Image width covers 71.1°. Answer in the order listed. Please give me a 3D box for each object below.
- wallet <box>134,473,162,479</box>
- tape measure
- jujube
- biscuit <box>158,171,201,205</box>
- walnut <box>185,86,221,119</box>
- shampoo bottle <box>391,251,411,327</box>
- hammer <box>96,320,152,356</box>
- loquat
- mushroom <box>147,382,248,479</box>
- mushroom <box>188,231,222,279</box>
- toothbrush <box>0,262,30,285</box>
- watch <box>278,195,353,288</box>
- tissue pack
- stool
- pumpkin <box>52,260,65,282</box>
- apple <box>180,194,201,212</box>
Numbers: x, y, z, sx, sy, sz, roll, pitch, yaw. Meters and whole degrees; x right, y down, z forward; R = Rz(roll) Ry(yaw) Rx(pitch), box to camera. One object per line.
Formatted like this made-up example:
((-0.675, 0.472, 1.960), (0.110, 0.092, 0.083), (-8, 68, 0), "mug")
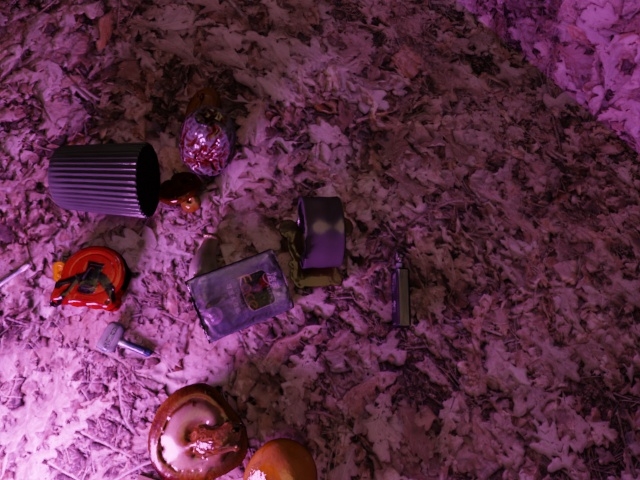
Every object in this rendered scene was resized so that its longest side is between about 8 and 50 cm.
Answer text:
((-0.613, 0.900, 1.549), (0.117, 0.039, 0.153), (19, 73, -3), "wallet")
((-0.865, 0.146, 1.708), (0.253, 0.114, 0.261), (10, 72, -5), "tape measure")
((-0.463, -0.404, 1.830), (0.225, 0.317, 0.226), (7, 63, -15), "jujube")
((-0.581, -0.216, 1.855), (0.191, 0.049, 0.192), (-8, 47, 9), "biscuit")
((-0.517, -0.566, 1.968), (0.137, 0.137, 0.245), (22, 81, 0), "walnut")
((0.334, 0.202, 1.853), (0.071, 0.098, 0.310), (3, 72, -1), "shampoo bottle")
((-0.725, 0.387, 1.684), (0.193, 0.069, 0.116), (26, 71, -8), "hammer")
((-0.136, 0.815, 1.525), (0.262, 0.263, 0.263), (2, 73, -7), "loquat")
((-0.417, 0.659, 1.531), (0.345, 0.260, 0.346), (2, 72, -7), "mushroom")
((-0.464, 0.077, 1.800), (0.116, 0.093, 0.225), (11, 61, -24), "mushroom")
((-1.224, 0.172, 1.700), (0.269, 0.027, 0.021), (-39, 117, -16), "toothbrush")
((0.000, 0.000, 1.752), (0.313, 0.327, 0.336), (-1, 74, -7), "watch")
((-0.308, 0.208, 1.734), (0.361, 0.122, 0.260), (-20, 94, -15), "tissue pack")
((-0.832, -0.237, 1.747), (0.329, 0.297, 0.297), (1, 73, -3), "stool")
((-1.012, 0.124, 1.741), (0.050, 0.028, 0.083), (3, 81, -8), "pumpkin")
((-0.539, -0.157, 1.865), (0.083, 0.071, 0.084), (2, 72, -6), "apple")
